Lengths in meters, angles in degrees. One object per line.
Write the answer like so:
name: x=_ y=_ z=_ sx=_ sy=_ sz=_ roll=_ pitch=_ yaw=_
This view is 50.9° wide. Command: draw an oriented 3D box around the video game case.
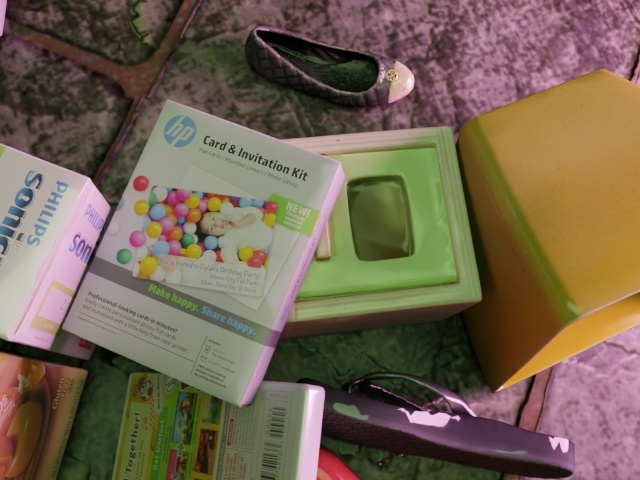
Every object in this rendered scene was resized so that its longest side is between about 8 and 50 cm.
video game case: x=-0.093 y=0.218 z=0.506 sx=0.206 sy=0.026 sz=0.227 roll=-5 pitch=72 yaw=38

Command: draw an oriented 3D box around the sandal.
sandal: x=0.094 y=0.154 z=0.581 sx=0.254 sy=0.097 sz=0.055 roll=16 pitch=63 yaw=-12

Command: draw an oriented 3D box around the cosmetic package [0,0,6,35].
cosmetic package: x=-0.363 y=-0.335 z=0.578 sx=0.138 sy=0.225 sz=0.224 roll=2 pitch=76 yaw=-8

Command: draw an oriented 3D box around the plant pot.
plant pot: x=0.214 y=-0.016 z=0.581 sx=0.212 sy=0.212 sz=0.187 roll=-23 pitch=67 yaw=-11

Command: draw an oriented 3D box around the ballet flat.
ballet flat: x=0.009 y=-0.171 z=0.666 sx=0.173 sy=0.049 sz=0.058 roll=10 pitch=76 yaw=-3

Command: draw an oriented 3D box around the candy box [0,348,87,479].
candy box: x=-0.283 y=0.228 z=0.464 sx=0.087 sy=0.183 sz=0.317 roll=10 pitch=75 yaw=12

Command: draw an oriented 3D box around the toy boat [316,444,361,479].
toy boat: x=0.010 y=0.268 z=0.507 sx=0.151 sy=0.151 sz=0.231 roll=-44 pitch=84 yaw=-13

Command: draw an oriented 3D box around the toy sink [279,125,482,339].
toy sink: x=0.000 y=0.000 z=0.582 sx=0.234 sy=0.131 sz=0.153 roll=-5 pitch=76 yaw=-6

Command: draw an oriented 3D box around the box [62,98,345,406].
box: x=-0.082 y=0.007 z=0.494 sx=0.145 sy=0.038 sz=0.186 roll=21 pitch=81 yaw=10

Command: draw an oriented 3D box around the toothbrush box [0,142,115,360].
toothbrush box: x=-0.307 y=-0.017 z=0.516 sx=0.283 sy=0.206 sz=0.122 roll=20 pitch=75 yaw=-1
